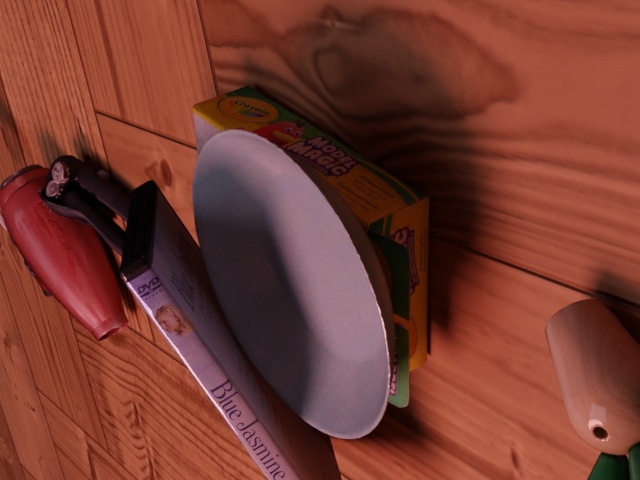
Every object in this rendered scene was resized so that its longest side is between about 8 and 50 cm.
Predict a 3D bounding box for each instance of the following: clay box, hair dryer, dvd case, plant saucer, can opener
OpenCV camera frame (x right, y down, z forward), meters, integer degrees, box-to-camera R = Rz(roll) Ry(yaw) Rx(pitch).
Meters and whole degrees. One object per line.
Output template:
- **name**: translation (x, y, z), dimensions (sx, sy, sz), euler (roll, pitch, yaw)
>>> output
- **clay box**: translation (0.000, 0.000, 0.747), dimensions (0.222, 0.053, 0.127), euler (35, 140, 42)
- **hair dryer**: translation (-0.280, 0.007, 1.241), dimensions (0.293, 0.080, 0.224), euler (43, 161, 45)
- **dvd case**: translation (-0.054, 0.086, 0.785), dimensions (0.253, 0.022, 0.180), euler (57, -175, -19)
- **plant saucer**: translation (-0.009, 0.021, 0.681), dimensions (0.195, 0.037, 0.195), euler (40, 144, 38)
- **can opener**: translation (-0.199, -0.030, 1.078), dimensions (0.186, 0.073, 0.059), euler (29, 96, 44)

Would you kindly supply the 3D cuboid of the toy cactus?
- **toy cactus**: translation (0.162, 0.104, 0.527), dimensions (0.219, 0.112, 0.181), euler (101, 155, -50)
